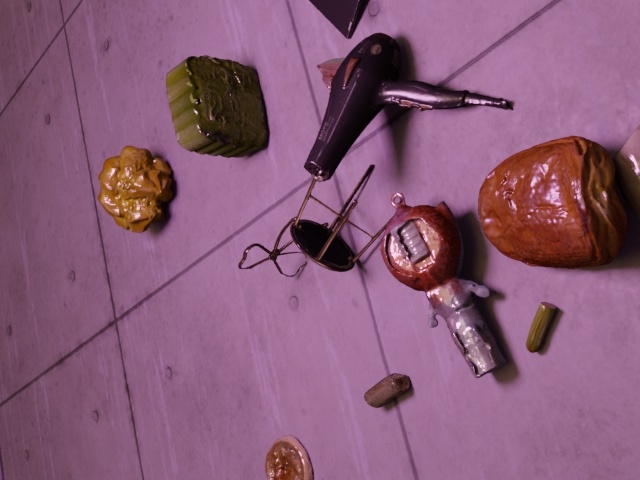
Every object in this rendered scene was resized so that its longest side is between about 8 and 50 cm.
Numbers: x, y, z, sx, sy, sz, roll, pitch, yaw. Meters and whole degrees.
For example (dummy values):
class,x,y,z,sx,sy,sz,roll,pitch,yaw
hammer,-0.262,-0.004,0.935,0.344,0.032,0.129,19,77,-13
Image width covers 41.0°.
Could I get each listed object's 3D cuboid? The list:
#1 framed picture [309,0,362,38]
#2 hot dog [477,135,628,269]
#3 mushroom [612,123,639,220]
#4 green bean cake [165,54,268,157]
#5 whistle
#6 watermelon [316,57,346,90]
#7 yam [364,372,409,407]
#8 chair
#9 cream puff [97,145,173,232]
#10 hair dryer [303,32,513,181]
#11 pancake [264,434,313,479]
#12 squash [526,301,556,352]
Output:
class,x,y,z,sx,sy,sz,roll,pitch,yaw
framed picture,0.008,-0.604,1.732,0.339,0.014,0.255,53,139,37
hot dog,0.348,-0.052,1.248,0.272,0.122,0.196,-14,86,66
mushroom,0.470,-0.064,1.158,0.096,0.108,0.247,81,172,-66
green bean cake,-0.230,-0.293,1.894,0.113,0.200,0.214,-24,70,46
whistle,0.203,0.066,1.446,0.142,0.134,0.346,-28,72,6
watermelon,0.049,-0.322,1.679,0.101,0.080,0.155,-62,31,15
yam,0.123,0.278,1.588,0.094,0.043,0.043,-46,56,40
chair,0.000,0.000,1.659,0.326,0.159,0.170,-54,50,28
cream puff,-0.467,-0.130,2.192,0.194,0.194,0.221,18,106,48
hair dryer,0.153,-0.225,1.487,0.359,0.120,0.304,11,63,34
pancake,-0.071,0.492,1.820,0.151,0.025,0.152,-3,86,48
squash,0.344,0.139,1.347,0.027,0.027,0.083,36,116,44
